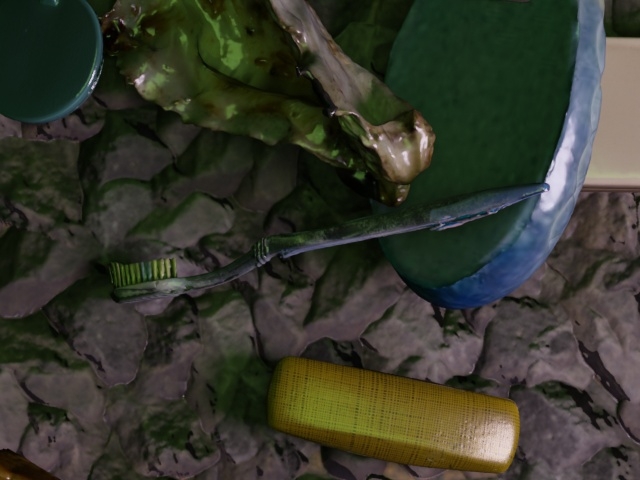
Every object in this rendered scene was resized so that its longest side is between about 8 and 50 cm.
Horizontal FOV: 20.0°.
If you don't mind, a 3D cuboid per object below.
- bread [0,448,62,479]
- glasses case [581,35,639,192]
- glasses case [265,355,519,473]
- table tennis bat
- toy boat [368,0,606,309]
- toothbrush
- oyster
[{"bbox_3d":[-0.272,0.232,1.524,0.192,0.210,0.109,26,79,-6],"label":"bread"},{"bbox_3d":[0.362,-0.115,1.702,0.337,0.076,0.144,2,87,-8],"label":"glasses case"},{"bbox_3d":[0.065,0.161,1.648,0.234,0.064,0.079,12,83,-7],"label":"glasses case"},{"bbox_3d":[-0.243,-0.203,1.624,0.124,0.033,0.201,12,85,17],"label":"table tennis bat"},{"bbox_3d":[0.159,-0.098,1.629,0.215,0.123,0.329,9,86,37],"label":"toy boat"},{"bbox_3d":[0.000,0.000,1.577,0.413,0.035,0.042,-12,85,19],"label":"toothbrush"},{"bbox_3d":[-0.039,-0.164,1.591,0.337,0.197,0.133,39,39,18],"label":"oyster"}]
